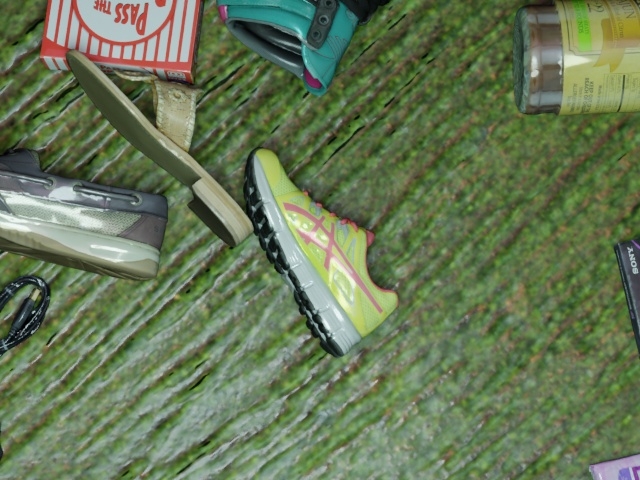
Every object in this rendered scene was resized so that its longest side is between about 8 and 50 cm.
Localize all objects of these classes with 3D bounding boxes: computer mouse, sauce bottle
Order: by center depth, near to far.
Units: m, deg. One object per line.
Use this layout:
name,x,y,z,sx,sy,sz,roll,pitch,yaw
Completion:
computer mouse,-0.313,0.142,1.550,0.071,0.041,0.242,19,80,5
sauce bottle,0.354,-0.177,1.567,0.344,0.111,0.111,-4,80,-1

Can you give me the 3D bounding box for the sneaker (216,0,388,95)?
sneaker,0.034,-0.223,1.568,0.295,0.124,0.178,6,77,7

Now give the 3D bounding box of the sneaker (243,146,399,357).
sneaker,0.000,0.000,1.560,0.094,0.081,0.208,-28,86,-12

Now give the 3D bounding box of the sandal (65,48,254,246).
sandal,-0.132,-0.107,1.578,0.079,0.088,0.240,-42,89,-16

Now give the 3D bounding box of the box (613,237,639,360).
box,0.366,0.043,1.566,0.162,0.029,0.116,-12,80,0

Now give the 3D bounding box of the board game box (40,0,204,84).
board game box,-0.182,-0.255,1.618,0.147,0.045,0.193,6,80,2

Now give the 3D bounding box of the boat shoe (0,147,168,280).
boat shoe,-0.279,-0.040,1.556,0.285,0.103,0.092,16,75,0

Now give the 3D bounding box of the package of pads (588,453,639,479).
package of pads,0.290,0.221,1.533,0.083,0.032,0.050,-12,83,-1
